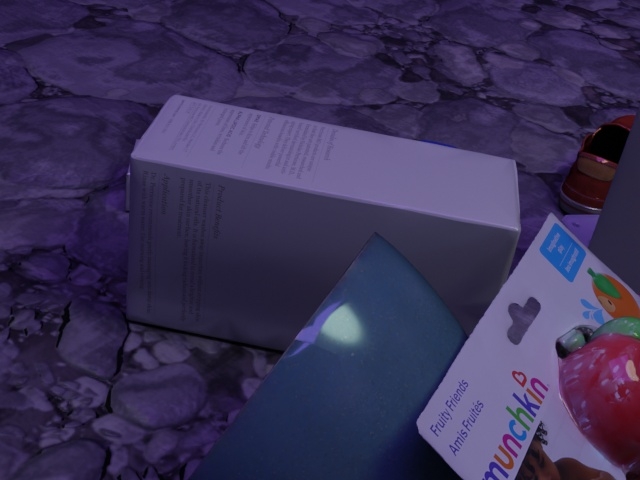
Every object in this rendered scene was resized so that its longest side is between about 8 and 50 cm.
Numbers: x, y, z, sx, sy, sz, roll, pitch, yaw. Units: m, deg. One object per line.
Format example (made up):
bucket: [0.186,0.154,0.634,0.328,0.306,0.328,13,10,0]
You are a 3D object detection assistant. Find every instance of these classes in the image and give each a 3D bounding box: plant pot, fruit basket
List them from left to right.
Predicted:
plant pot: [0.031,0.167,0.671,0.195,0.290,0.290,38,38,3]
fruit basket: [0.261,0.158,0.631,0.353,0.165,0.327,49,39,0]

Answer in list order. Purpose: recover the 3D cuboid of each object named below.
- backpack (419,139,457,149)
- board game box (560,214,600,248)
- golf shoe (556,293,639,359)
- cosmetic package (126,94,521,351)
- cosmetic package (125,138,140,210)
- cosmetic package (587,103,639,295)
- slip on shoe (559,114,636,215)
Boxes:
backpack: [0.142,-0.070,1.171,0.098,0.101,0.120,8,37,9]
board game box: [0.539,0.097,1.071,0.390,0.050,0.390,0,35,-15]
golf shoe: [0.219,0.181,0.822,0.306,0.140,0.115,-36,51,-19]
cosmetic package: [0.000,0.000,0.932,0.385,0.217,0.156,12,34,0]
cosmetic package: [-0.127,-0.076,1.144,0.239,0.060,0.099,5,35,-7]
cosmetic package: [0.437,-0.080,0.932,0.197,0.365,0.155,30,38,31]
slip on shoe: [0.460,-0.134,1.344,0.123,0.101,0.331,25,35,24]
